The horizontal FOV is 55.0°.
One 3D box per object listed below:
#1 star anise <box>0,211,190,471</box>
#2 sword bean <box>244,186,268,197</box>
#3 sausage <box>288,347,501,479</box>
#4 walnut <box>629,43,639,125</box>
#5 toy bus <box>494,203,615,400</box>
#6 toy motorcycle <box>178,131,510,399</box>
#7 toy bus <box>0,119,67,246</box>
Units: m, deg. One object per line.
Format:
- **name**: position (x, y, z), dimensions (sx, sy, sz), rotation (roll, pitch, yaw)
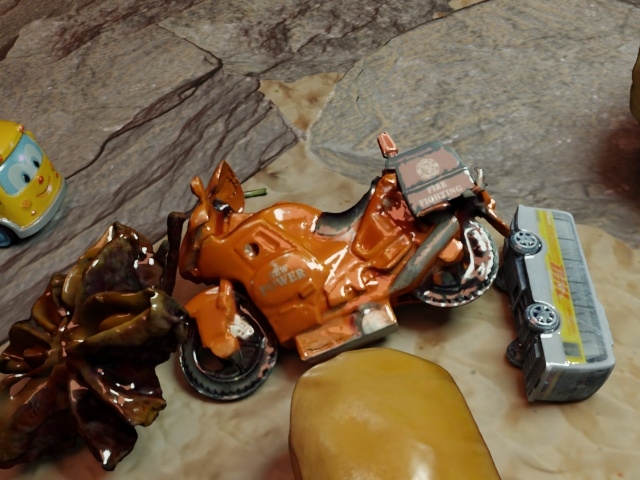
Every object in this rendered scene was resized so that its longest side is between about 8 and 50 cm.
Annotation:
- **star anise**: position (-0.189, 0.100, 0.529), dimensions (0.220, 0.126, 0.190), rotation (-26, 41, 23)
- **sword bean**: position (-0.106, -0.056, 0.753), dimensions (0.083, 0.012, 0.012), rotation (-6, 45, 4)
- **sausage**: position (0.057, 0.181, 0.407), dimensions (0.136, 0.120, 0.241), rotation (-11, 45, -12)
- **walnut**: position (0.442, -0.145, 0.562), dimensions (0.285, 0.285, 0.296), rotation (-31, 70, -19)
- **toy bus**: position (0.205, 0.052, 0.554), dimensions (0.075, 0.064, 0.190), rotation (5, 46, -1)
- **toy motorcycle**: position (0.000, 0.000, 0.587), dimensions (0.326, 0.148, 0.221), rotation (-22, 70, 1)
- **toy bus**: position (-0.435, -0.078, 0.749), dimensions (0.210, 0.136, 0.126), rotation (0, 46, 9)
